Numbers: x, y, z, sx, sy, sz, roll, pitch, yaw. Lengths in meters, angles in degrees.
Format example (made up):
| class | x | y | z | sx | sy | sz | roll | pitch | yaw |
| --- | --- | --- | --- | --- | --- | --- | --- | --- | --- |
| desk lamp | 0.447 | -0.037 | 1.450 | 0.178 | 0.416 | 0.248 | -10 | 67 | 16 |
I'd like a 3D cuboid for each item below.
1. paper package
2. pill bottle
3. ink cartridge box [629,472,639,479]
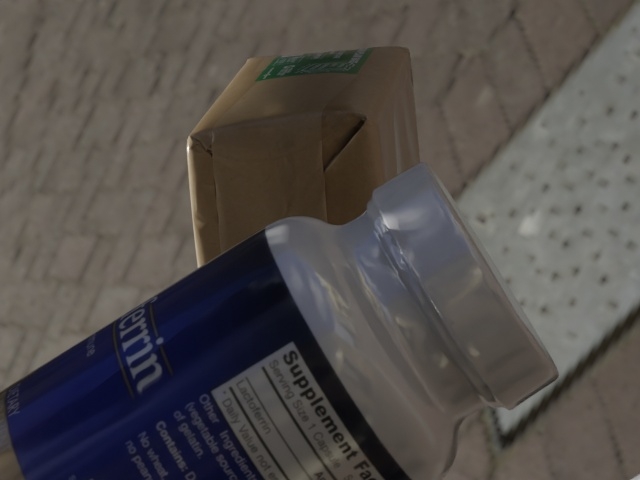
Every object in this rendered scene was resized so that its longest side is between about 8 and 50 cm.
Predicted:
| class | x | y | z | sx | sy | sz | roll | pitch | yaw |
| --- | --- | --- | --- | --- | --- | --- | --- | --- | --- |
| paper package | 0.000 | 0.000 | 1.611 | 0.325 | 0.168 | 0.309 | -63 | -30 | -71 |
| pill bottle | -0.027 | 0.082 | 0.877 | 0.265 | 0.153 | 0.153 | -32 | 33 | 5 |
| ink cartridge box | 0.312 | 0.234 | 1.343 | 0.176 | 0.127 | 0.128 | 60 | 146 | 12 |
